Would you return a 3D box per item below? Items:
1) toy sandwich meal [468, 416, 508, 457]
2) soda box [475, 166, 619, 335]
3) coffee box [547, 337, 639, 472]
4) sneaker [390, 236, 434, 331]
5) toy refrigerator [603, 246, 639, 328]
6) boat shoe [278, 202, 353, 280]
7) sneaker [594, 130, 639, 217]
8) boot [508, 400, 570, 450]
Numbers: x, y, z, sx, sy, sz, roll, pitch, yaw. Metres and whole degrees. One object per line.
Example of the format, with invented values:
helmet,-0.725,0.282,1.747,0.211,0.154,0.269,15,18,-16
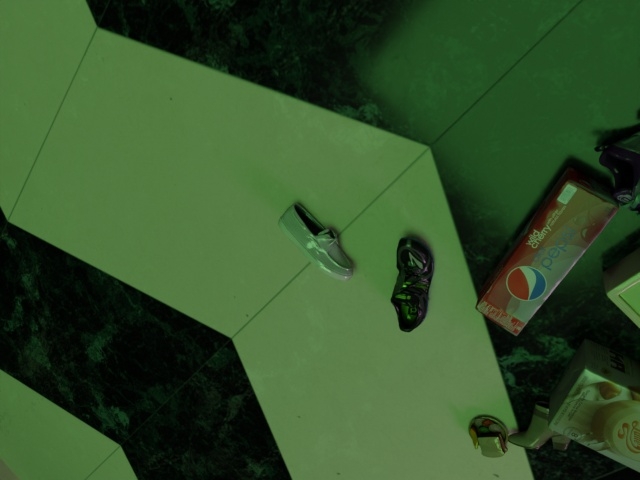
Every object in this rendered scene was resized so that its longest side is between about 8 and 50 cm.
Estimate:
toy sandwich meal,0.331,0.389,1.032,0.085,0.029,0.086,10,114,22
soda box,0.353,0.020,0.834,0.083,0.092,0.263,32,120,10
coffee box,0.525,0.289,0.856,0.246,0.098,0.141,23,119,16
sneaker,0.168,0.084,0.959,0.067,0.078,0.188,6,112,23
toy refrigerator,0.562,0.132,0.778,0.269,0.094,0.102,46,122,2
boat shoe,0.000,0.000,1.021,0.184,0.066,0.063,46,124,14
sneaker,0.457,-0.041,0.721,0.098,0.083,0.224,-16,74,-9
boot,0.409,0.343,0.974,0.118,0.042,0.087,-4,102,26
